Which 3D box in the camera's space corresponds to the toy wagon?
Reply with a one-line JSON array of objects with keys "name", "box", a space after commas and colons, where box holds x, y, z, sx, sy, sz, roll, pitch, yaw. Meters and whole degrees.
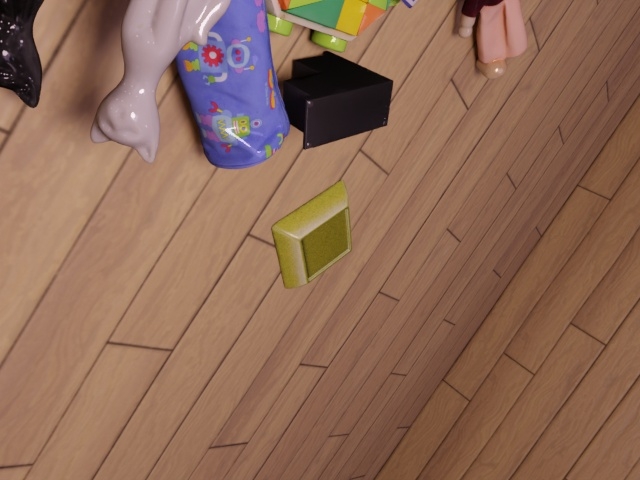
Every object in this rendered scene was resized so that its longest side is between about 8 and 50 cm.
[{"name": "toy wagon", "box": [0.044, -0.408, 0.725, 0.344, 0.068, 0.267, -6, 124, -47]}]

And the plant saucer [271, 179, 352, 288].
[{"name": "plant saucer", "box": [0.000, 0.000, 1.045, 0.188, 0.045, 0.188, -36, 142, -25]}]

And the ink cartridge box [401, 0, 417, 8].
[{"name": "ink cartridge box", "box": [0.152, -0.483, 0.615, 0.330, 0.071, 0.324, -43, 162, 25]}]

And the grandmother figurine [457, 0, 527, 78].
[{"name": "grandmother figurine", "box": [0.344, -0.485, 0.992, 0.208, 0.104, 0.342, -58, 149, -9]}]

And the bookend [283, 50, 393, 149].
[{"name": "bookend", "box": [-0.003, -0.215, 0.766, 0.157, 0.156, 0.072, -23, 135, -31]}]

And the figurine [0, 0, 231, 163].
[{"name": "figurine", "box": [-0.222, -0.201, 0.496, 0.210, 0.214, 0.092, -61, -172, 20]}]

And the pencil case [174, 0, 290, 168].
[{"name": "pencil case", "box": [-0.113, -0.235, 0.638, 0.306, 0.133, 0.119, 84, 13, -46]}]
